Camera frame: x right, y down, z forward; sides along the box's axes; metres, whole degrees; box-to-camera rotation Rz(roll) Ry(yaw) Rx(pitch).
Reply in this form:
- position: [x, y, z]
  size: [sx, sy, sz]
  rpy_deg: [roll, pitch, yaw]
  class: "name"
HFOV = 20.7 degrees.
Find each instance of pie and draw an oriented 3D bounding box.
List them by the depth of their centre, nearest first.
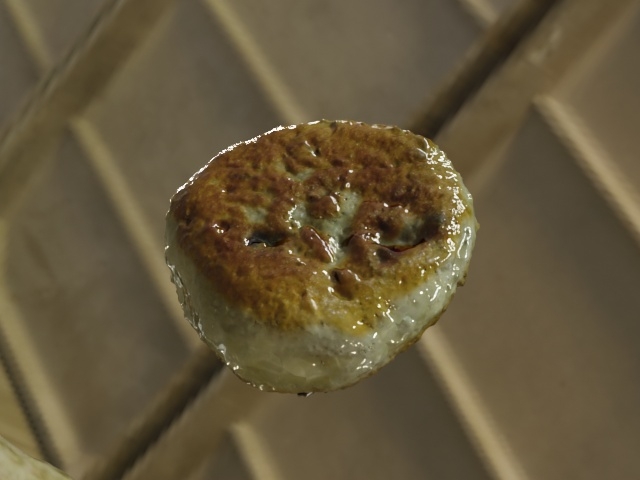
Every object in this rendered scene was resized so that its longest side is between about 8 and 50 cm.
- position: [0.000, 0.000, 1.648]
  size: [0.315, 0.092, 0.315]
  rpy_deg: [-9, -131, 10]
  class: "pie"

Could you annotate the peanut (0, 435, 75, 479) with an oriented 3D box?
- position: [-0.202, 0.162, 1.078]
  size: [0.099, 0.214, 0.099]
  rpy_deg: [-26, -132, 33]
  class: "peanut"
